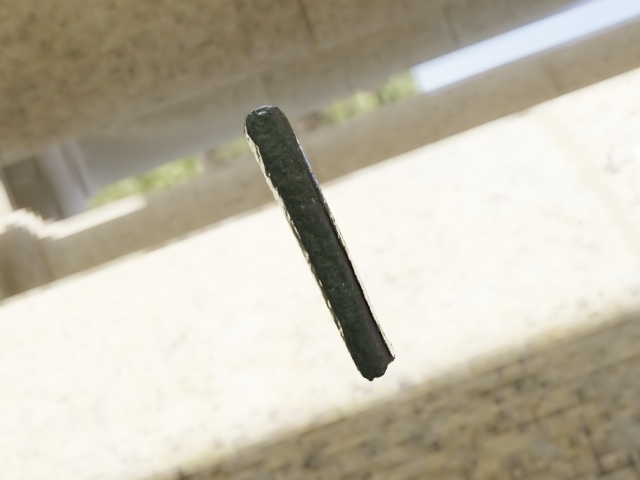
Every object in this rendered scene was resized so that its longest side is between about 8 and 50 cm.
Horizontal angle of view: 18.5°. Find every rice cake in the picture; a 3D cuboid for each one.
[{"bbox_3d":[0.000,0.000,1.374,0.033,0.033,0.208,67,-3,-87],"label":"rice cake"}]
